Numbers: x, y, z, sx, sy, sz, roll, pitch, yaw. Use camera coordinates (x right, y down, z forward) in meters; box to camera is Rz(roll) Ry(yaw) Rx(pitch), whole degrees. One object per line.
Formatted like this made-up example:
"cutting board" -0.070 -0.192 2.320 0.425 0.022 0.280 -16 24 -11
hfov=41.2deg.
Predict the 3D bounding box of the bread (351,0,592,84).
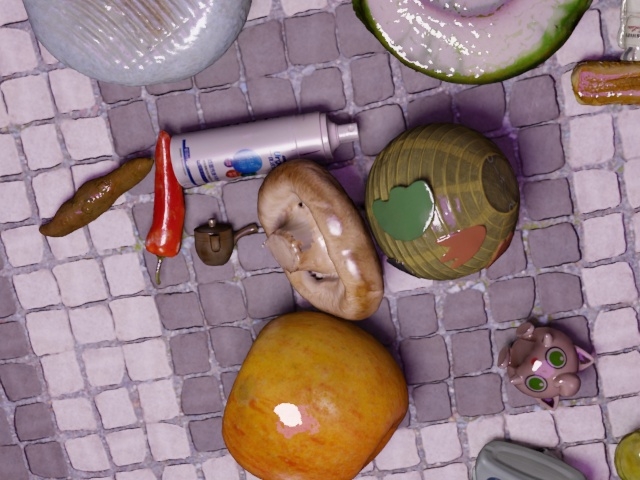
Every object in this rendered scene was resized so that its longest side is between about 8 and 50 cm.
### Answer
"bread" 0.225 -0.420 1.273 0.382 0.129 0.366 -21 105 11

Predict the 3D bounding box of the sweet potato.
"sweet potato" -0.380 -0.076 1.452 0.274 0.067 0.067 -32 100 20

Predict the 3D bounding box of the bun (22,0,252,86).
"bun" -0.270 -0.404 1.279 0.362 0.211 0.362 1 106 2

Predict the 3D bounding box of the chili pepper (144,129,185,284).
"chili pepper" -0.261 -0.053 1.445 0.063 0.071 0.272 6 103 -1

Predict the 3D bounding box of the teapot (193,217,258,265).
"teapot" -0.159 0.001 1.450 0.110 0.085 0.080 -7 107 -13

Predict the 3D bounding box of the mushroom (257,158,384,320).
"mushroom" 0.000 0.000 1.352 0.146 0.278 0.278 -28 104 -27

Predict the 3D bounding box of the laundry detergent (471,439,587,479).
"laundry detergent" 0.353 0.507 1.517 0.215 0.105 0.280 18 122 21

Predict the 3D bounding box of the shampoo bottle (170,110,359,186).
"shampoo bottle" -0.088 -0.154 1.392 0.303 0.092 0.092 -8 104 7

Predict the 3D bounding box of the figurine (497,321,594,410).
"figurine" 0.375 0.208 1.431 0.138 0.125 0.125 37 105 -3

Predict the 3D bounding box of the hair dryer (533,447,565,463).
"hair dryer" 0.482 0.441 1.523 0.236 0.073 0.131 38 104 4

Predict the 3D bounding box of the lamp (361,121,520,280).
"lamp" 0.167 -0.056 1.331 0.284 0.250 0.250 -13 106 44

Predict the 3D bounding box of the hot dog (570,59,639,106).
"hot dog" 0.537 -0.243 1.325 0.289 0.068 0.083 2 82 9

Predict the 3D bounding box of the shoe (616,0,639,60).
"shoe" 0.484 -0.349 1.199 0.342 0.132 0.210 34 86 -28

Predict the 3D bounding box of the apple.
"apple" -0.007 0.270 1.393 0.275 0.299 0.299 28 106 5

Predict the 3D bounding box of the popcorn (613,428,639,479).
"popcorn" 0.655 0.393 1.421 0.225 0.174 0.286 -40 72 -21
